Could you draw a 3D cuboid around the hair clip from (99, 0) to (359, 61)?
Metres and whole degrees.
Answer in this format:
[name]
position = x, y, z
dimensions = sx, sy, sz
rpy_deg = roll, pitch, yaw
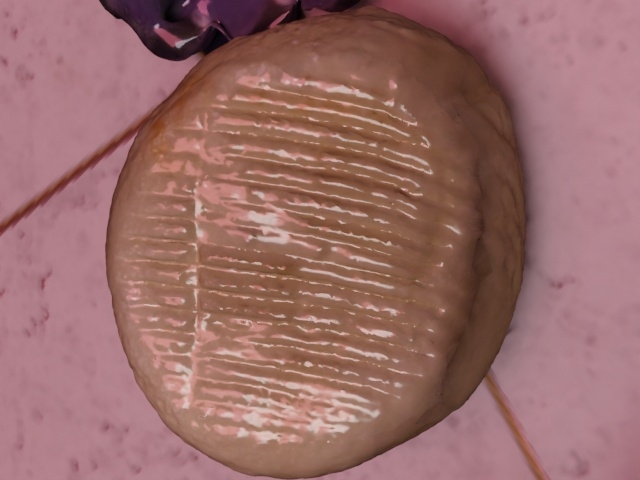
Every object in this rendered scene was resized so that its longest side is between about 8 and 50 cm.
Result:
[hair clip]
position = -0.023, -0.150, 0.553
dimensions = 0.195, 0.052, 0.124
rpy_deg = -21, 93, 26

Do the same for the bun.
[bun]
position = 0.000, 0.000, 0.533
dimensions = 0.164, 0.111, 0.188
rpy_deg = 5, 98, 12
